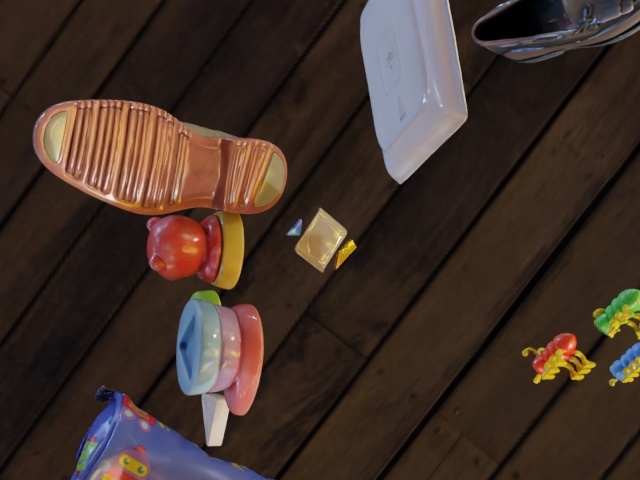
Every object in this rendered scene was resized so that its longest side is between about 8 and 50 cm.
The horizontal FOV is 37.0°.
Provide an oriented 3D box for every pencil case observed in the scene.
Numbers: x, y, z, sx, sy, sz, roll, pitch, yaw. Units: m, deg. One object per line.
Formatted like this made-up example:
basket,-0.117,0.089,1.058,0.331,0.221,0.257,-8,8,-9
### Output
pencil case,-0.110,0.266,0.964,0.306,0.133,0.119,30,77,-16

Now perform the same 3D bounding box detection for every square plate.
square plate,0.137,-0.302,1.587,0.049,0.347,0.344,-5,78,-14

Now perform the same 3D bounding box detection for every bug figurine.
bug figurine,0.458,0.155,1.480,0.216,0.279,0.072,-52,45,34

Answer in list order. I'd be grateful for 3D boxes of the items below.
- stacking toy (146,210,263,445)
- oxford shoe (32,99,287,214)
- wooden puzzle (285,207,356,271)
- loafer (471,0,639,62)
stacking toy,-0.195,0.131,1.403,0.130,0.279,0.309,4,44,-22
oxford shoe,-0.233,-0.110,1.319,0.147,0.397,0.140,18,94,44
wooden puzzle,0.000,0.000,1.343,0.014,0.116,0.078,19,68,47
loafer,0.278,-0.260,1.068,0.084,0.267,0.096,-2,82,-31
